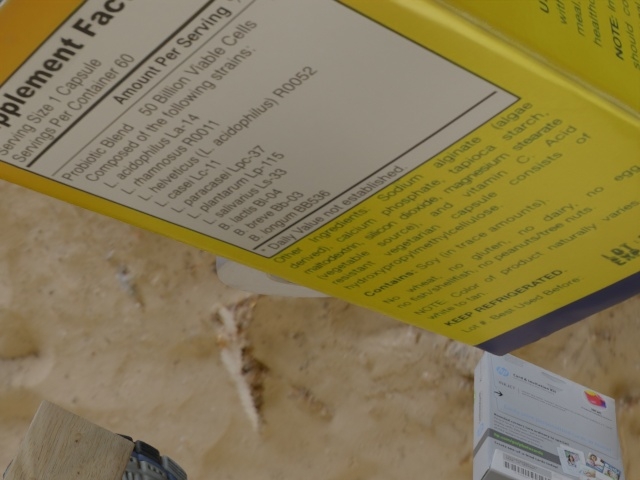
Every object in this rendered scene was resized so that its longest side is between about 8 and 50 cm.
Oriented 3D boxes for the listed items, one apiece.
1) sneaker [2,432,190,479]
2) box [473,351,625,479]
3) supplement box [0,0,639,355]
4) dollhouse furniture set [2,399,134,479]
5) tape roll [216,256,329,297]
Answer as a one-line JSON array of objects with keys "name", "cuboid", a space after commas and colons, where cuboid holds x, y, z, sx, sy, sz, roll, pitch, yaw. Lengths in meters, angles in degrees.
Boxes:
[{"name": "sneaker", "cuboid": [-0.118, 0.248, 0.936, 0.297, 0.111, 0.129, 31, 115, -25]}, {"name": "box", "cuboid": [0.215, 0.191, 1.152, 0.145, 0.186, 0.038, 23, 122, -7]}, {"name": "supplement box", "cuboid": [0.022, -0.107, 0.553, 0.357, 0.195, 0.194, 21, 143, -35]}, {"name": "dollhouse furniture set", "cuboid": [-0.210, 0.165, 0.665, 0.144, 0.123, 0.151, 28, 125, -10]}, {"name": "tape roll", "cuboid": [0.000, 0.000, 1.270, 0.219, 0.219, 0.072, -7, 72, 16]}]
